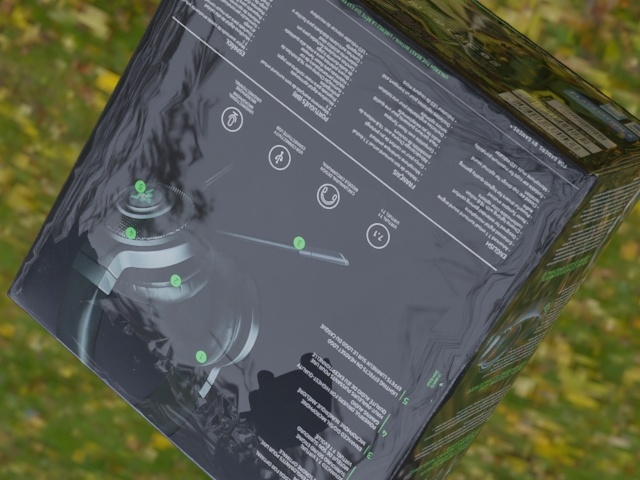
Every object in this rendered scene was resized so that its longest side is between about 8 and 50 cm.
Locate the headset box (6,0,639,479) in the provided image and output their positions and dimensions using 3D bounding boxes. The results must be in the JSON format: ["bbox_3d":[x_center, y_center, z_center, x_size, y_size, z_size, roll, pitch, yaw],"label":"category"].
[{"bbox_3d":[0.000,0.000,0.967,0.246,0.131,0.283,38,114,18],"label":"headset box"}]
